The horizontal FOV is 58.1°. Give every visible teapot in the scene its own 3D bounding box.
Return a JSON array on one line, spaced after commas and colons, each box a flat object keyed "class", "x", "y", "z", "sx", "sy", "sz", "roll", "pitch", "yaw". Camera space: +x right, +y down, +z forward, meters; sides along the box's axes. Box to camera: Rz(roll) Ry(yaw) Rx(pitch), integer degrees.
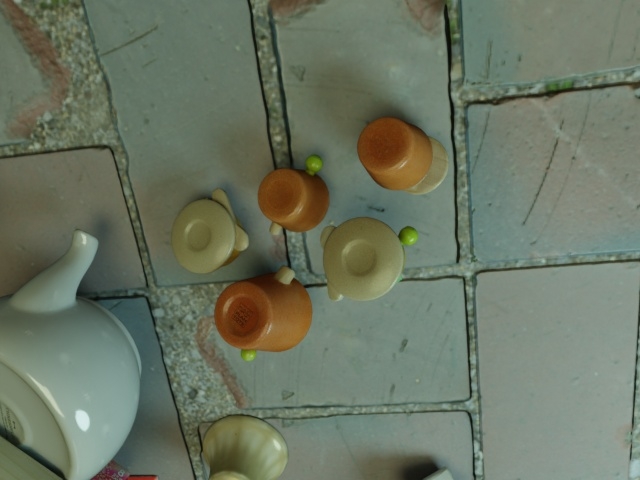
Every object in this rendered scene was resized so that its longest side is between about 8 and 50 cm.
[{"class": "teapot", "x": -0.312, "y": 0.163, "z": 0.704, "sx": 0.256, "sy": 0.187, "sz": 0.252, "roll": -34, "pitch": 97, "yaw": 33}]

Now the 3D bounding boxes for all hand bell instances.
[{"class": "hand bell", "x": -0.121, "y": 0.345, "z": 0.718, "sx": 0.126, "sy": 0.242, "sz": 0.126, "roll": 2, "pitch": 111, "yaw": 6}]

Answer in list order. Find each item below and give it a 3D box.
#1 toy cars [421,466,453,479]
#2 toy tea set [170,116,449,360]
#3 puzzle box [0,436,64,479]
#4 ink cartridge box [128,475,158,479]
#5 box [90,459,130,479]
[{"class": "toy cars", "x": 0.256, "y": 0.458, "z": 0.790, "sx": 0.394, "sy": 0.087, "sz": 0.176, "roll": 28, "pitch": 70, "yaw": -5}, {"class": "toy tea set", "x": 0.000, "y": 0.000, "z": 0.659, "sx": 0.336, "sy": 0.124, "sz": 0.199, "roll": -25, "pitch": 77, "yaw": 19}, {"class": "puzzle box", "x": -0.430, "y": 0.374, "z": 0.709, "sx": 0.272, "sy": 0.052, "sz": 0.408, "roll": 34, "pitch": 122, "yaw": 1}, {"class": "ink cartridge box", "x": -0.375, "y": 0.495, "z": 0.906, "sx": 0.297, "sy": 0.066, "sz": 0.261, "roll": -4, "pitch": 111, "yaw": 9}, {"class": "box", "x": -0.419, "y": 0.323, "z": 0.796, "sx": 0.257, "sy": 0.128, "sz": 0.122, "roll": 36, "pitch": 110, "yaw": 1}]
